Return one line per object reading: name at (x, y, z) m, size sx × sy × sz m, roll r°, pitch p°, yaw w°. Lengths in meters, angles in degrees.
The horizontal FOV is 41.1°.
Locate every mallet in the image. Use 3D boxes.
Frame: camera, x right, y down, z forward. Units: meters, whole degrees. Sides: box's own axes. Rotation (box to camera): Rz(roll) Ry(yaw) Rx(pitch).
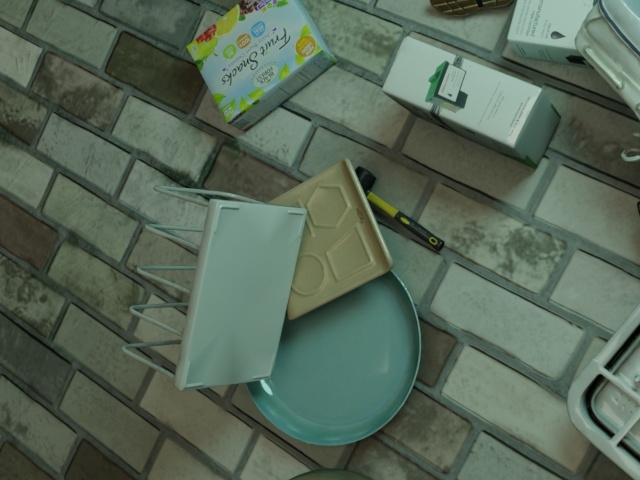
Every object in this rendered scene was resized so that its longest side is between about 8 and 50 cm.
mallet at (0.119, -0.052, 1.340) m, size 0.189 × 0.039 × 0.062 m, roll 29°, pitch 94°, yaw 20°

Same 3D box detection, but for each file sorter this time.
file sorter at (-0.171, 0.062, 1.313) m, size 0.173 × 0.192 × 0.278 m, roll 19°, pitch 100°, yaw 37°

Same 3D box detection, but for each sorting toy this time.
sorting toy at (0.000, 0.000, 1.342) m, size 0.208 × 0.038 × 0.193 m, roll -30°, pitch 72°, yaw 24°

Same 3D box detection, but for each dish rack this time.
dish rack at (0.515, 0.183, 1.082) m, size 0.285 × 0.072 × 0.333 m, roll 41°, pitch 110°, yaw 23°

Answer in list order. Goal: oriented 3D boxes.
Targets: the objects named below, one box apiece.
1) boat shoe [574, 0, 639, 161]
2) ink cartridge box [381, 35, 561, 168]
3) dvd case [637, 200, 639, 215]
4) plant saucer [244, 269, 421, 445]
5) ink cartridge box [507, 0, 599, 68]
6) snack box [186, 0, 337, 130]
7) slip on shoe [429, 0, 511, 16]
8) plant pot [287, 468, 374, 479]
boat shoe at (0.451, -0.150, 1.080) m, size 0.367 × 0.135 × 0.156 m, roll 51°, pitch 142°, yaw 12°
ink cartridge box at (0.220, -0.199, 1.238) m, size 0.219 × 0.160 × 0.093 m, roll 28°, pitch 96°, yaw 26°
dvd case at (0.562, 0.003, 1.104) m, size 0.253 × 0.022 × 0.180 m, roll -16°, pitch 94°, yaw 23°
plant saucer at (0.014, 0.162, 1.356) m, size 0.317 × 0.043 × 0.318 m, roll -3°, pitch 82°, yaw 24°
ink cartridge box at (0.392, -0.329, 1.213) m, size 0.208 × 0.087 × 0.153 m, roll 15°, pitch 91°, yaw 25°
snack box at (-0.102, -0.318, 1.451) m, size 0.207 × 0.070 × 0.175 m, roll -34°, pitch 71°, yaw 19°
slip on shoe at (0.237, -0.383, 1.320) m, size 0.135 × 0.051 × 0.041 m, roll -2°, pitch 43°, yaw 33°
plant pot at (-0.031, 0.503, 1.206) m, size 0.323 × 0.280 × 0.323 m, roll -4°, pitch 81°, yaw 24°
